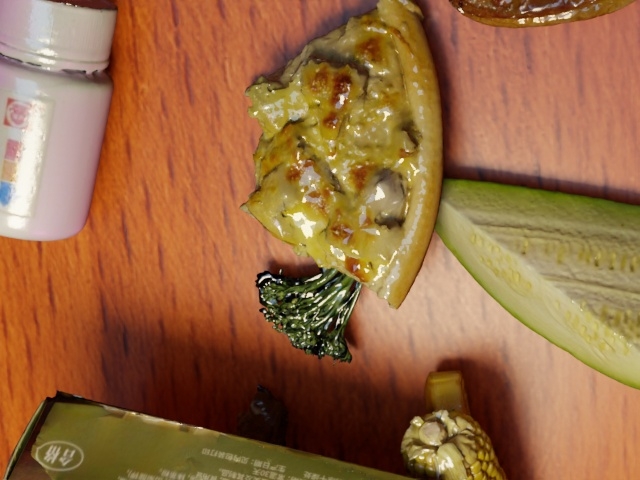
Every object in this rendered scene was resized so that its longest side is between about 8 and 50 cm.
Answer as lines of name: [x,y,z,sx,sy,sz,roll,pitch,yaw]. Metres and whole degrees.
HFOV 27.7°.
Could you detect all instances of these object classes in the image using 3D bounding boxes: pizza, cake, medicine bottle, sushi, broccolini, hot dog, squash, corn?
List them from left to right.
medicine bottle: [-0.300,-0.139,1.376,0.152,0.152,0.254,16,105,11]
sushi: [-0.072,0.221,1.451,0.060,0.061,0.118,17,86,19]
broccolini: [0.003,-0.008,1.385,0.123,0.062,0.271,14,99,6]
pizza: [0.014,-0.093,1.315,0.223,0.089,0.323,2,90,19]
cake: [0.135,0.178,1.370,0.044,0.084,0.084,-8,100,8]
corn: [0.158,0.273,1.336,0.091,0.091,0.260,21,148,46]
hot dog: [0.215,-0.284,1.236,0.227,0.099,0.160,-12,99,20]
squash: [0.227,0.059,1.290,0.289,0.203,0.111,7,147,10]

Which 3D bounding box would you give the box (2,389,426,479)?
box: [-0.093,0.354,1.352,0.420,0.138,0.373,11,139,11]
